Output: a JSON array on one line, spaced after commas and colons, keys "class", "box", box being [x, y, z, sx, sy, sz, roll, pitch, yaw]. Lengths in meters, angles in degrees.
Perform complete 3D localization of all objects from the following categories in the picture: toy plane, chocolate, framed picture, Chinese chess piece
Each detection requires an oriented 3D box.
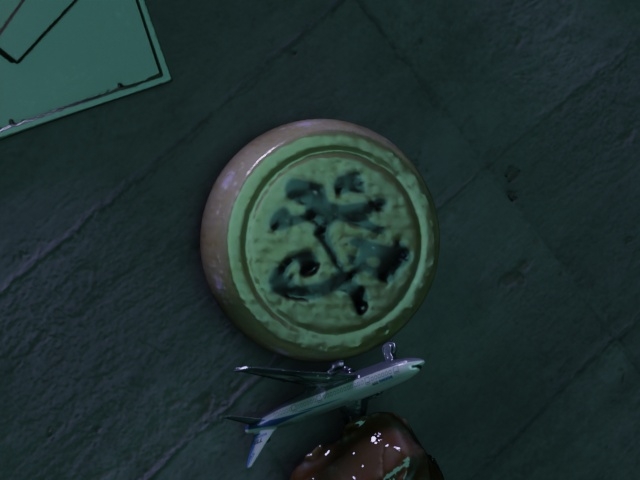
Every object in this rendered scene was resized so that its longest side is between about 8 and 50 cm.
[{"class": "toy plane", "box": [0.008, 0.162, 1.593, 0.226, 0.058, 0.226, -32, 140, 18]}, {"class": "chocolate", "box": [0.075, 0.292, 1.618, 0.148, 0.093, 0.214, -37, 125, -1]}, {"class": "framed picture", "box": [-0.299, -0.210, 1.567, 0.260, 0.023, 0.189, -22, 98, -15]}, {"class": "Chinese chess piece", "box": [0.000, 0.000, 1.623, 0.257, 0.104, 0.257, -1, 92, -16]}]
